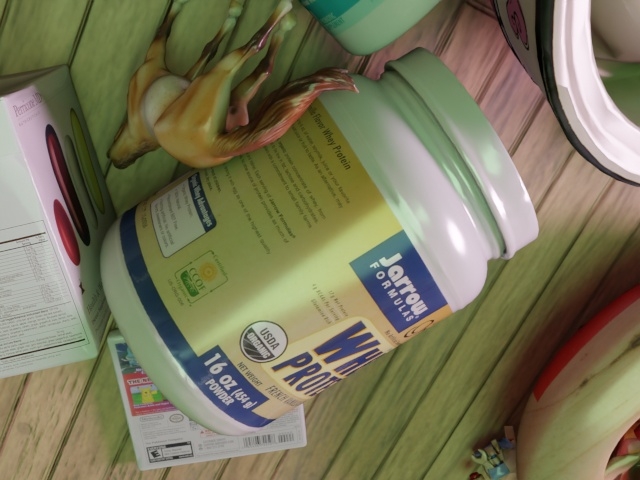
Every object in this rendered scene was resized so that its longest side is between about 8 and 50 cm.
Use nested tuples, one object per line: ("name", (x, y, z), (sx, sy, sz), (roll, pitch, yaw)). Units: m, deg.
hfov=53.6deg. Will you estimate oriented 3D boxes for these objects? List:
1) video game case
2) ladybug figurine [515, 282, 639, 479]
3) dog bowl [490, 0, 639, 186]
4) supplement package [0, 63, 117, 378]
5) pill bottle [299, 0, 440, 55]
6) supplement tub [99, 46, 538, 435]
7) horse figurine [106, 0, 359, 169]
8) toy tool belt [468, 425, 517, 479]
("video game case", (-0.122, 0.171, 0.722), (0.201, 0.023, 0.184), (-7, 113, -5))
("ladybug figurine", (0.408, 0.165, 0.720), (0.449, 0.162, 0.305), (-40, 112, 9))
("dog bowl", (0.292, -0.244, 0.432), (0.407, 0.150, 0.408), (-12, 131, -15))
("supplement package", (-0.269, -0.022, 0.527), (0.149, 0.194, 0.203), (-13, 114, -4))
("pill bottle", (-0.009, -0.283, 0.485), (0.146, 0.146, 0.264), (-44, 111, 10))
("supplement tub", (0.000, 0.000, 0.557), (0.316, 0.228, 0.228), (-32, 113, 6))
("horse figurine", (-0.093, -0.119, 0.502), (0.066, 0.263, 0.175), (32, 86, -43))
("toy tool belt", (0.218, 0.274, 0.805), (0.083, 0.052, 0.051), (-27, 82, 0))
